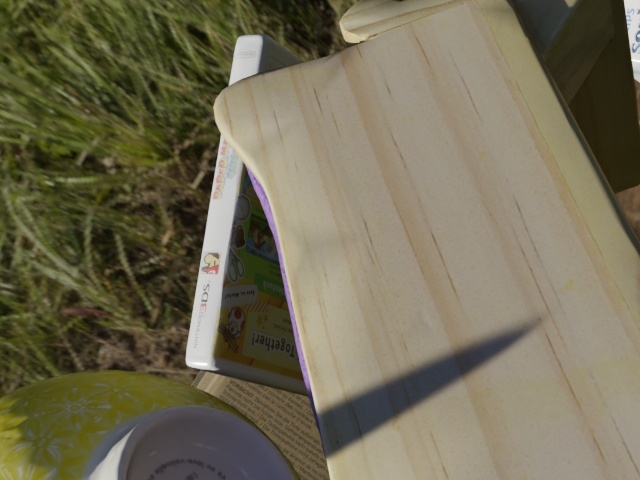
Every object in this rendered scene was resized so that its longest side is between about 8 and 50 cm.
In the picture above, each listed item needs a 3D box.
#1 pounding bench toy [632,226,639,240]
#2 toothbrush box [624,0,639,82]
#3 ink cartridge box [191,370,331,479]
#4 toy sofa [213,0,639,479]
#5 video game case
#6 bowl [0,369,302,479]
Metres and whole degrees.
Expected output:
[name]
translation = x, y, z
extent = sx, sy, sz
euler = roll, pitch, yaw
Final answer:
[pounding bench toy]
translation = 0.224, 0.023, 0.981
extent = 0.052, 0.065, 0.083
euler = 45, 139, -9
[toothbrush box]
translation = 0.476, -0.199, 1.237
extent = 0.283, 0.206, 0.122
euler = 19, 94, 32
[ink cartridge box]
translation = -0.006, 0.181, 0.997
extent = 0.235, 0.088, 0.193
euler = 37, 78, -10
[toy sofa]
translation = 0.088, 0.065, 0.421
extent = 0.177, 0.150, 0.362
euler = -21, 46, 5
[video game case]
translation = 0.000, 0.000, 0.790
extent = 0.026, 0.227, 0.206
euler = 1, 77, 31
[bowl]
translation = -0.095, 0.183, 0.684
extent = 0.156, 0.289, 0.289
euler = -48, 65, 39
